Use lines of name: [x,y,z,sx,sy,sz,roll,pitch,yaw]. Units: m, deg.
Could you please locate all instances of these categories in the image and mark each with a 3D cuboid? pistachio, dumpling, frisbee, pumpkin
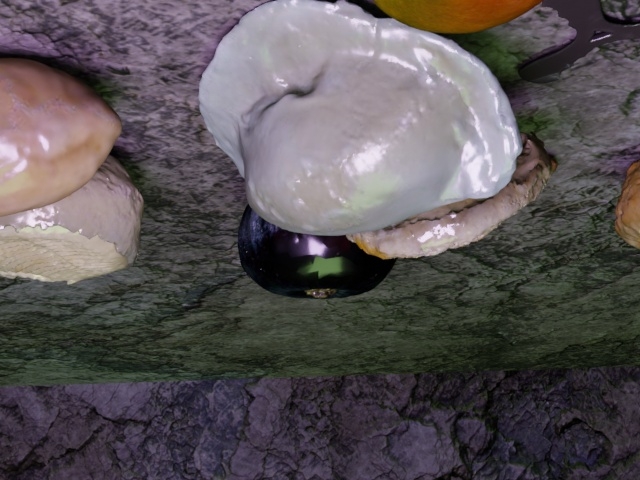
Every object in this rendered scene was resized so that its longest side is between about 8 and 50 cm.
pistachio: [-0.349,-0.104,1.075,0.293,0.162,0.181,-8,-174,12]
dumpling: [0.033,-0.104,1.073,0.321,0.211,0.270,-18,157,8]
frisbee: [0.305,-0.218,1.090,0.188,0.012,0.211,-4,162,-3]
pumpkin: [0.000,0.000,1.453,0.233,0.163,0.233,-2,163,-1]

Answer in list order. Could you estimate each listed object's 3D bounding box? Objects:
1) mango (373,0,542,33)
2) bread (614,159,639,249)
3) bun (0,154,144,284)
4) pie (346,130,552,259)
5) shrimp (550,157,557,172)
mango: [0.129,-0.239,0.818,0.146,0.129,0.289,-3,171,-9]
bread: [0.529,-0.058,1.432,0.245,0.134,0.244,-1,164,0]
bun: [-0.341,-0.043,1.270,0.259,0.152,0.259,1,161,0]
pie: [0.138,-0.061,1.221,0.274,0.055,0.274,-19,-157,8]
shrimp: [0.213,-0.081,1.453,0.236,0.053,0.133,-13,180,16]
